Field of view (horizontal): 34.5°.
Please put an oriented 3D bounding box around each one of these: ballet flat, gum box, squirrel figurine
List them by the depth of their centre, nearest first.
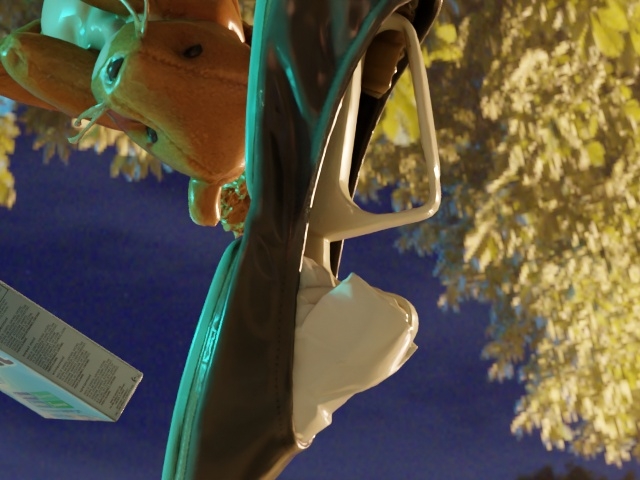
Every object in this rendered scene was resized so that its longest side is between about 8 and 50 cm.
[{"bbox_3d":[0.000,0.000,0.458,0.096,0.280,0.095,9,-4,14],"label":"ballet flat"},{"bbox_3d":[-0.236,0.065,0.726,0.184,0.041,0.157,39,-25,-22],"label":"gum box"},{"bbox_3d":[-0.120,-0.166,1.071,0.397,0.370,0.281,28,-82,-41],"label":"squirrel figurine"}]
